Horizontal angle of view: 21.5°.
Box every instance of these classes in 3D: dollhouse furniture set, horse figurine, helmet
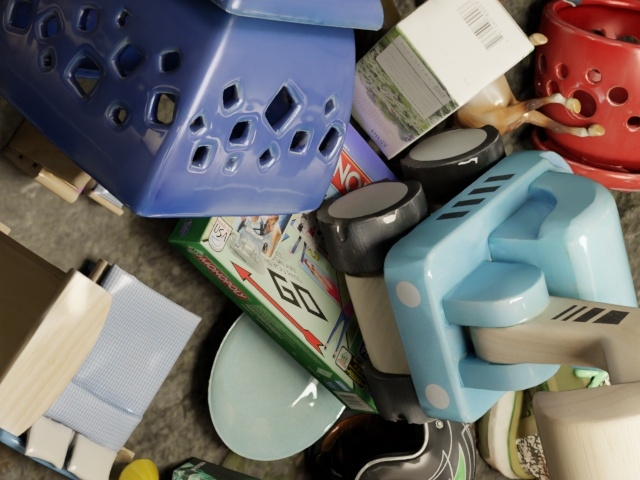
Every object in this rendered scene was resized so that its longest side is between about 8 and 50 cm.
[{"bbox_3d":[-0.172,0.081,1.487,0.303,0.198,0.286,39,82,-42],"label":"dollhouse furniture set"},{"bbox_3d":[0.172,-0.171,1.707,0.066,0.174,0.263,-55,128,-38],"label":"horse figurine"},{"bbox_3d":[0.086,0.230,1.781,0.161,0.169,0.169,-31,125,-14],"label":"helmet"}]

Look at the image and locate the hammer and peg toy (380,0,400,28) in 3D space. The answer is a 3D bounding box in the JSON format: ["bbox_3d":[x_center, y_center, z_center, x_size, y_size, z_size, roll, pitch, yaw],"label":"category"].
[{"bbox_3d":[0.089,-0.375,1.559,0.361,0.127,0.266,-32,127,-25],"label":"hammer and peg toy"}]

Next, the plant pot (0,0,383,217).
[{"bbox_3d":[-0.102,-0.168,1.364,0.236,0.236,0.212,-3,126,-53],"label":"plant pot"}]

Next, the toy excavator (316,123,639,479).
[{"bbox_3d":[0.201,0.063,1.510,0.433,0.445,0.222,-37,118,-43],"label":"toy excavator"}]

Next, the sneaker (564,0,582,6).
[{"bbox_3d":[0.290,-0.340,1.767,0.163,0.086,0.226,-55,175,34],"label":"sneaker"}]

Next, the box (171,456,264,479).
[{"bbox_3d":[-0.012,0.371,1.663,0.058,0.322,0.232,-28,130,-66],"label":"box"}]

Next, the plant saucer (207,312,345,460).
[{"bbox_3d":[-0.042,0.128,1.716,0.195,0.037,0.195,-16,118,-34],"label":"plant saucer"}]

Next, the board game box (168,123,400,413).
[{"bbox_3d":[0.000,0.000,1.651,0.317,0.046,0.214,46,59,-40],"label":"board game box"}]

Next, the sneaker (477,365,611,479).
[{"bbox_3d":[0.291,0.126,1.860,0.158,0.182,0.410,-27,132,-31],"label":"sneaker"}]

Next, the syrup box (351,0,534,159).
[{"bbox_3d":[0.099,-0.160,1.575,0.096,0.237,0.093,-39,91,-15],"label":"syrup box"}]

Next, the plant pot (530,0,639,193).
[{"bbox_3d":[0.315,-0.155,1.792,0.191,0.191,0.174,-8,119,-36],"label":"plant pot"}]
